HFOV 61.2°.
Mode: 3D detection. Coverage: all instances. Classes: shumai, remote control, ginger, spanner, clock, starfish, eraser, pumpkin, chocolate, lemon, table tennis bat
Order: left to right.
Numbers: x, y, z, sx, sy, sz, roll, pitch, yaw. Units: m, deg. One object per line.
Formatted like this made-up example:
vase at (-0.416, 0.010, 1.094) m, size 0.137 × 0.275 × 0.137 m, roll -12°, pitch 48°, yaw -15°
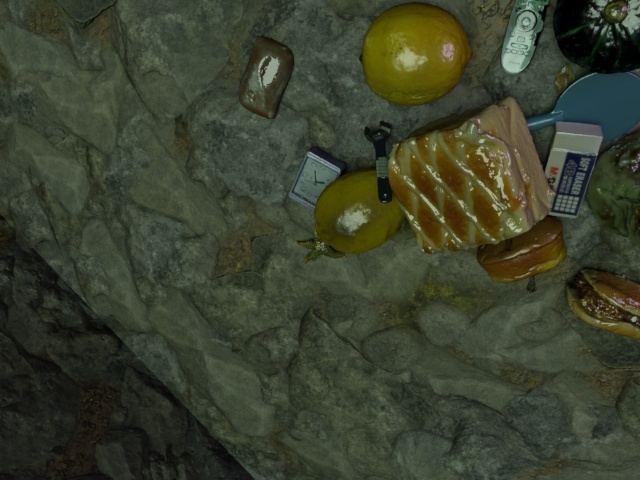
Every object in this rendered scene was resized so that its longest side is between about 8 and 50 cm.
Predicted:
chocolate at (-0.193, -0.537, 1.803) m, size 0.161 × 0.083 × 0.261 m, roll 25°, pitch 119°, yaw 7°
clock at (-0.013, -0.210, 1.885) m, size 0.145 × 0.073 × 0.193 m, roll 29°, pitch 120°, yaw 6°
starfish at (0.000, 0.000, 1.994) m, size 0.208 × 0.053 × 0.175 m, roll -11°, pitch 98°, yaw 19°
lemon at (0.134, -0.101, 1.769) m, size 0.316 × 0.285 × 0.285 m, roll -40°, pitch 97°, yaw -13°
spanner at (0.185, -0.247, 1.684) m, size 0.087 × 0.315 × 0.024 m, roll -2°, pitch 150°, yaw 3°
lemon at (0.264, -0.519, 1.525) m, size 0.297 × 0.297 × 0.297 m, roll 8°, pitch 115°, yaw 18°
remote control at (0.570, -0.595, 1.508) m, size 0.097 × 0.045 × 0.256 m, roll 18°, pitch 115°, yaw 12°
ginger at (0.695, -0.432, 1.535) m, size 0.058 × 0.044 × 0.137 m, roll -15°, pitch 117°, yaw -6°
eraser at (0.714, -0.201, 1.570) m, size 0.124 × 0.081 × 0.279 m, roll 10°, pitch 131°, yaw 16°
table tennis bat at (0.739, -0.363, 1.521) m, size 0.329 × 0.044 × 0.215 m, roll -12°, pitch 123°, yaw 18°
pumpkin at (0.741, -0.567, 1.338) m, size 0.315 × 0.238 × 0.315 m, roll 10°, pitch 116°, yaw 22°
shumai at (0.926, -0.110, 1.429) m, size 0.398 × 0.323 × 0.324 m, roll -6°, pitch 112°, yaw 25°

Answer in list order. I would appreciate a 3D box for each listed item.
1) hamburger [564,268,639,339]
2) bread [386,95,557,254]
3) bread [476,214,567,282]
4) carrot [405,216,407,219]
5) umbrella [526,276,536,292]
hamburger at (0.910, 0.201, 1.667) m, size 0.282 × 0.245 × 0.155 m, roll 54°, pitch 140°, yaw 45°
bread at (0.426, -0.176, 1.571) m, size 0.371 × 0.279 × 0.390 m, roll -9°, pitch 113°, yaw 47°
bread at (0.621, 0.022, 1.679) m, size 0.270 × 0.195 × 0.142 m, roll -22°, pitch 110°, yaw 23°
carrot at (0.298, -0.085, 1.846) m, size 0.035 × 0.035 × 0.142 m, roll -26°, pitch 106°, yaw 28°
umbrella at (0.704, 0.143, 1.801) m, size 0.031 × 0.020 × 0.083 m, roll 4°, pitch 109°, yaw 19°
